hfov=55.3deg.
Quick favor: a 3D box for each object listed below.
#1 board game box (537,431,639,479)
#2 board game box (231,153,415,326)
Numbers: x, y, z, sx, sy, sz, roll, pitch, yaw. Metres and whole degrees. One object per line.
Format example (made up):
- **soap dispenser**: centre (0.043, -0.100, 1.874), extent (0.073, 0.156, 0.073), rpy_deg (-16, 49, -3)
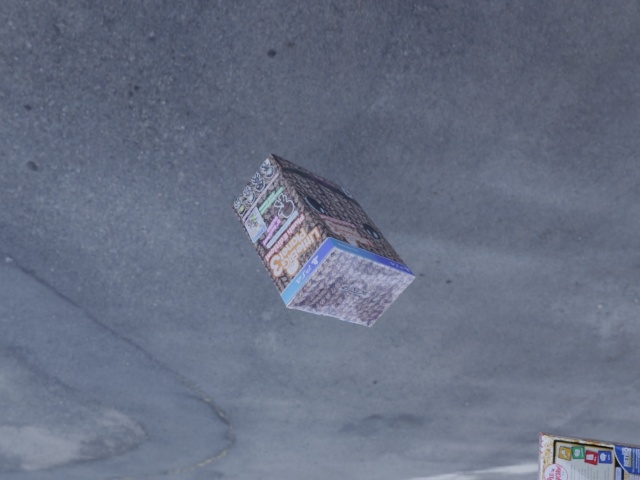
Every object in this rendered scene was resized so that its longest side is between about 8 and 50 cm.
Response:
- **board game box**: centre (0.516, 0.453, 1.160), extent (0.193, 0.147, 0.045), rpy_deg (5, 170, 14)
- **board game box**: centre (0.000, 0.000, 1.177), extent (0.232, 0.291, 0.141), rpy_deg (20, 117, -44)
